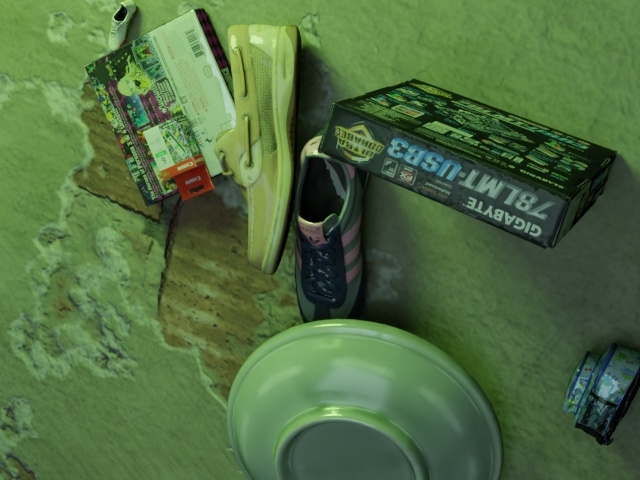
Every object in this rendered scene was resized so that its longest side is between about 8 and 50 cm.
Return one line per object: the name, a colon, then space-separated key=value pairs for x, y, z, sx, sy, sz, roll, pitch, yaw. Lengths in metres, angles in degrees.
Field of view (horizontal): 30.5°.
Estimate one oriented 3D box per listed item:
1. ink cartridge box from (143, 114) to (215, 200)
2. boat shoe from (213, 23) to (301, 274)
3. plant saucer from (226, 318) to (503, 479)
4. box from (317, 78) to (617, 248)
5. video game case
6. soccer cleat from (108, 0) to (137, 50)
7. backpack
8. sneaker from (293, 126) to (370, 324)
ink cartridge box: x=-0.203 y=-0.116 z=1.689 sx=0.063 sy=0.029 sz=0.115 roll=-20 pitch=95 yaw=27
boat shoe: x=-0.088 y=-0.124 z=1.609 sx=0.110 sy=0.121 sz=0.341 roll=3 pitch=90 yaw=0
plant saucer: x=0.050 y=0.300 z=1.634 sx=0.401 sy=0.100 sz=0.400 roll=7 pitch=121 yaw=11
box: x=0.187 y=-0.106 z=1.420 sx=0.296 sy=0.293 sz=0.073 roll=23 pitch=110 yaw=16
video game case: x=-0.213 y=-0.191 z=1.714 sx=0.210 sy=0.042 sz=0.232 roll=-22 pitch=94 yaw=27
soccer cleat: x=-0.296 y=-0.316 z=1.722 sx=0.029 sy=0.035 sz=0.083 roll=35 pitch=114 yaw=12
backpack: x=0.367 y=0.189 z=1.523 sx=0.084 sy=0.105 sz=0.114 roll=28 pitch=108 yaw=14
sneaker: x=0.000 y=0.000 z=1.620 sx=0.112 sy=0.131 sz=0.319 roll=7 pitch=106 yaw=21
